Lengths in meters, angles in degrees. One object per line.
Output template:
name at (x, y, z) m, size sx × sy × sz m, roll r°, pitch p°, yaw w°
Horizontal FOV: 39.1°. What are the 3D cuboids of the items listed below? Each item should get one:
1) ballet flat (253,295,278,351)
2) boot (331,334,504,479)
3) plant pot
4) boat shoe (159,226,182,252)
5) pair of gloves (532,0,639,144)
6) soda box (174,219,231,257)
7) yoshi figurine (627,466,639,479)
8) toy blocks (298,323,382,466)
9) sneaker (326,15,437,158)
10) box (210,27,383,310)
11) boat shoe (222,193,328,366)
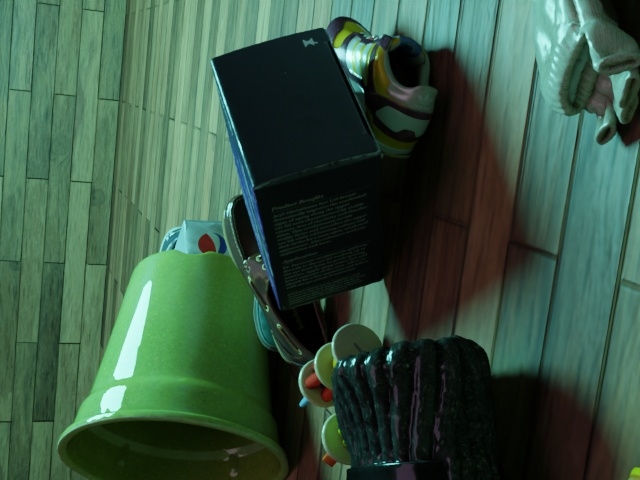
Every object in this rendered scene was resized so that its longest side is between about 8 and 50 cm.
ballet flat at (-0.038, 0.024, 1.060) m, size 0.068 × 0.072 × 0.213 m, roll 45°, pitch -134°, yaw -81°
boot at (0.039, 0.237, 0.700) m, size 0.348 × 0.131 × 0.260 m, roll -39°, pitch 57°, yaw 49°
plant pot at (-0.169, 0.160, 1.140) m, size 0.276 × 0.276 × 0.254 m, roll 123°, pitch 155°, yaw -53°
boat shoe at (-0.256, 0.105, 1.575) m, size 0.079 × 0.095 × 0.255 m, roll -127°, pitch 52°, yaw -76°
pair of gloves at (0.154, -0.189, 0.517) m, size 0.240 × 0.042 × 0.204 m, roll 94°, pitch 168°, yaw -58°
soda box at (-0.193, 0.093, 1.402) m, size 0.286 × 0.091 × 0.098 m, roll 117°, pitch 148°, yaw -48°
yoshi figurine at (0.179, 0.275, 0.309) m, size 0.202 × 0.203 × 0.362 m, roll 6°, pitch 68°, yaw 31°
toy blocks at (0.015, 0.166, 0.890) m, size 0.148 × 0.054 × 0.123 m, roll 126°, pitch 142°, yaw -56°
sneaker at (0.059, -0.161, 0.819) m, size 0.084 × 0.069 × 0.186 m, roll -58°, pitch 40°, yaw 37°
box at (-0.017, -0.059, 0.817) m, size 0.207 × 0.108 × 0.153 m, roll 81°, pitch 170°, yaw -56°
boat shoe at (-0.044, 0.038, 0.984) m, size 0.207 × 0.073 × 0.073 m, roll 63°, pitch 164°, yaw 5°
